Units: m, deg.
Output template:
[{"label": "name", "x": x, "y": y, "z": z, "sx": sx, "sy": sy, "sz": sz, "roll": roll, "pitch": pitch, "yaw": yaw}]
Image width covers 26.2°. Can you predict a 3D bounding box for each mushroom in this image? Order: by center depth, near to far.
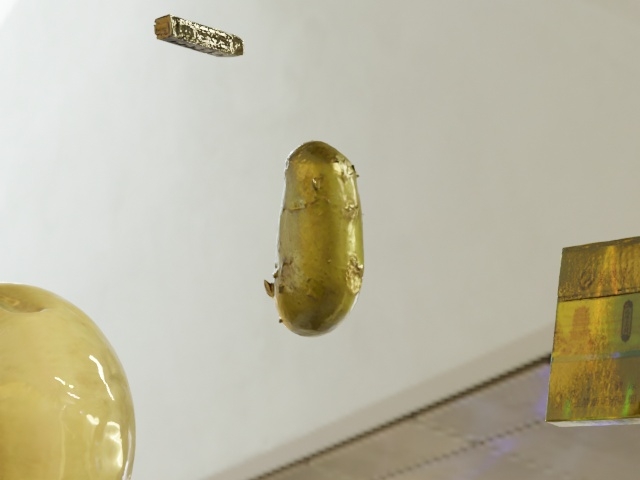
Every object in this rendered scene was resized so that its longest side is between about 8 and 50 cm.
[{"label": "mushroom", "x": -0.334, "y": 0.229, "z": 1.391, "sx": 0.325, "sy": 0.353, "sz": 0.353, "roll": 39, "pitch": -24, "yaw": 12}]

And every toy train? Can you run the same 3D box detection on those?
[{"label": "toy train", "x": -0.083, "y": -0.140, "z": 0.956, "sx": 0.017, "sy": 0.017, "sz": 0.083, "roll": -12, "pitch": -11, "yaw": 33}]

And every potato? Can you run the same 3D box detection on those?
[{"label": "potato", "x": 0.000, "y": 0.000, "z": 1.288, "sx": 0.085, "sy": 0.188, "sz": 0.105, "roll": -5, "pitch": 8, "yaw": -40}]

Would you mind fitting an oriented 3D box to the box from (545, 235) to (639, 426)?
[{"label": "box", "x": 0.296, "y": 0.094, "z": 1.416, "sx": 0.030, "sy": 0.193, "sz": 0.121, "roll": 23, "pitch": -23, "yaw": -39}]
